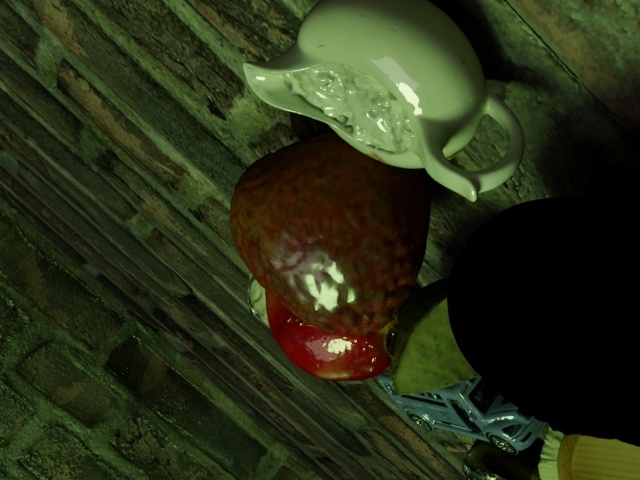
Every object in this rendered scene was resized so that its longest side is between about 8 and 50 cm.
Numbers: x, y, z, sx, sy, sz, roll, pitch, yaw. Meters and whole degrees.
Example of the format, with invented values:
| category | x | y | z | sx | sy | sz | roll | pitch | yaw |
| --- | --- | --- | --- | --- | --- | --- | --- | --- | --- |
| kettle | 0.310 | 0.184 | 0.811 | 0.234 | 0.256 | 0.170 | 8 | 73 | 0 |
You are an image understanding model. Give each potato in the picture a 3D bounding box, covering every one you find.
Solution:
| category | x | y | z | sx | sy | sz | roll | pitch | yaw |
| --- | --- | --- | --- | --- | --- | --- | --- | --- | --- |
| potato | 0.173 | 0.096 | 1.015 | 0.255 | 0.269 | 0.112 | 173 | 86 | -77 |

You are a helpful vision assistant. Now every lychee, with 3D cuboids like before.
| category | x | y | z | sx | sy | sz | roll | pitch | yaw |
| --- | --- | --- | --- | --- | --- | --- | --- | --- | --- |
| lychee | 0.014 | -0.033 | 0.976 | 0.255 | 0.300 | 0.255 | 2 | 160 | 1 |

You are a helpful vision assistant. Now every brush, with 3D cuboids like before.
| category | x | y | z | sx | sy | sz | roll | pitch | yaw |
| --- | --- | --- | --- | --- | --- | --- | --- | --- | --- |
| brush | 0.441 | 0.311 | 1.068 | 0.266 | 0.174 | 0.166 | 10 | 170 | 8 |

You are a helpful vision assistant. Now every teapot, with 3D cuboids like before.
| category | x | y | z | sx | sy | sz | roll | pitch | yaw |
| --- | --- | --- | --- | --- | --- | --- | --- | --- | --- |
| teapot | 0.070 | -0.148 | 0.786 | 0.298 | 0.139 | 0.204 | 26 | 151 | 28 |

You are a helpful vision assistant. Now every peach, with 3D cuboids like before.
| category | x | y | z | sx | sy | sz | roll | pitch | yaw |
| --- | --- | --- | --- | --- | --- | --- | --- | --- | --- |
| peach | 0.004 | 0.132 | 1.255 | 0.267 | 0.154 | 0.159 | 20 | 120 | 20 |

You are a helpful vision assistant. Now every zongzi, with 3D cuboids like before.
| category | x | y | z | sx | sy | sz | roll | pitch | yaw |
| --- | --- | --- | --- | --- | --- | --- | --- | --- | --- |
| zongzi | 0.406 | 0.403 | 1.324 | 0.286 | 0.138 | 0.300 | 43 | 144 | 10 |

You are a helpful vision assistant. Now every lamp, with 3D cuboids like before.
| category | x | y | z | sx | sy | sz | roll | pitch | yaw |
| --- | --- | --- | --- | --- | --- | --- | --- | --- | --- |
| lamp | 0.272 | 0.050 | 0.724 | 0.305 | 0.240 | 0.305 | 13 | -170 | -2 |

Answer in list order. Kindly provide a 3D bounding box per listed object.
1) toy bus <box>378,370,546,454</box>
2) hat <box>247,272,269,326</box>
| category | x | y | z | sx | sy | sz | roll | pitch | yaw |
| --- | --- | --- | --- | --- | --- | --- | --- | --- | --- |
| toy bus | 0.227 | 0.231 | 1.255 | 0.133 | 0.125 | 0.292 | 49 | 156 | -20 |
| hat | -0.020 | 0.124 | 1.414 | 0.219 | 0.164 | 0.226 | 55 | 170 | -33 |
